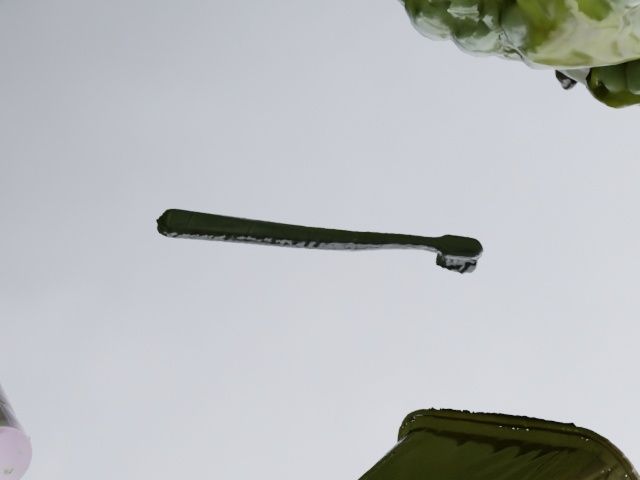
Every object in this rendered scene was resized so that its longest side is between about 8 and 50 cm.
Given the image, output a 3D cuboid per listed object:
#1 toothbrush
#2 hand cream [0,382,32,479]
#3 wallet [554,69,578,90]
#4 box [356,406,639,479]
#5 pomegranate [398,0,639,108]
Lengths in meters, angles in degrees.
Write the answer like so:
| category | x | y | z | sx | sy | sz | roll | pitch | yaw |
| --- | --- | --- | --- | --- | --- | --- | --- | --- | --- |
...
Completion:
| category | x | y | z | sx | sy | sz | roll | pitch | yaw |
| --- | --- | --- | --- | --- | --- | --- | --- | --- | --- |
| toothbrush | 0.000 | 0.000 | 1.319 | 0.030 | 0.297 | 0.030 | -96 | -166 | -54 |
| hand cream | -0.356 | 0.130 | 1.415 | 0.111 | 0.070 | 0.312 | -45 | -142 | -5 |
| wallet | 0.237 | -0.204 | 1.237 | 0.118 | 0.039 | 0.152 | -52 | -171 | 33 |
| box | 0.090 | 0.143 | 0.730 | 0.177 | 0.111 | 0.111 | 0 | -124 | 54 |
| pomegranate | 0.123 | -0.198 | 0.519 | 0.340 | 0.261 | 0.260 | 94 | 6 | -47 |
